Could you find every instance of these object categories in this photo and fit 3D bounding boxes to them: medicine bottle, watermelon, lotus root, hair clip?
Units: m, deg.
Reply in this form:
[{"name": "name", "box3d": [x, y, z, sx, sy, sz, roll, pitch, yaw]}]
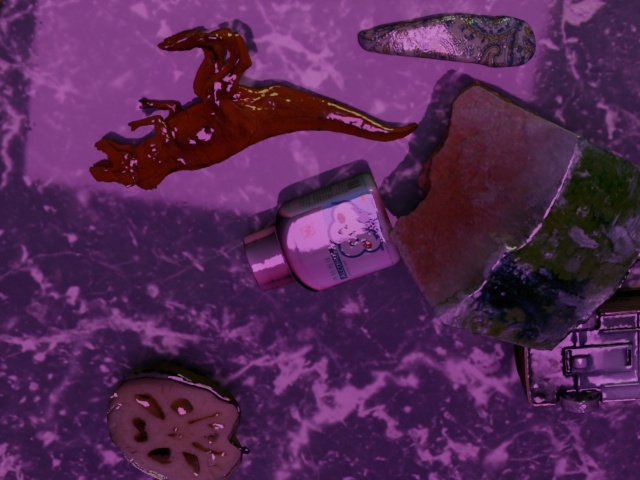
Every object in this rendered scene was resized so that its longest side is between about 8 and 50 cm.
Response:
[{"name": "medicine bottle", "box3d": [0.000, 0.000, 1.196, 0.188, 0.094, 0.119, -20, 107, 4]}, {"name": "watermelon", "box3d": [0.217, -0.030, 1.091, 0.302, 0.151, 0.264, 38, 106, 27]}, {"name": "lotus root", "box3d": [-0.193, 0.248, 1.279, 0.204, 0.078, 0.183, 31, 115, -6]}, {"name": "hair clip", "box3d": [0.162, -0.253, 1.155, 0.229, 0.036, 0.065, 1, 100, -2]}]

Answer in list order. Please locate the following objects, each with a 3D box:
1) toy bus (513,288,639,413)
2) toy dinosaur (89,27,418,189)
[{"name": "toy bus", "box3d": [0.407, 0.135, 1.217, 0.290, 0.157, 0.139, -6, 102, 3]}, {"name": "toy dinosaur", "box3d": [-0.103, -0.174, 1.142, 0.433, 0.097, 0.208, -11, 121, 5]}]
